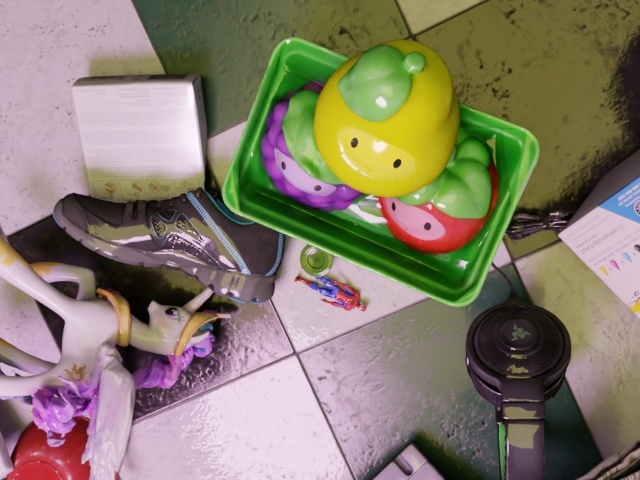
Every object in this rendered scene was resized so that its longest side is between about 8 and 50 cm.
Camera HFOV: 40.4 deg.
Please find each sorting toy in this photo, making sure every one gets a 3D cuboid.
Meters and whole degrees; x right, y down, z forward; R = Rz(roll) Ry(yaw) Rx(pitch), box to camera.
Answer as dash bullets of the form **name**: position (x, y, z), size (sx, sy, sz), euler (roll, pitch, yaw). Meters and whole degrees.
- **sorting toy**: position (0.000, 0.000, 1.280), size (0.061, 0.042, 0.102), euler (-7, 96, 18)

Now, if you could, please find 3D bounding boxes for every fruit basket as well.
- **fruit basket**: position (0.074, -0.102, 1.091), size (0.392, 0.392, 0.283), euler (23, 100, 6)

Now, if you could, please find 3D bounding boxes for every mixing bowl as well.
- **mixing bowl**: position (-0.419, 0.371, 1.365), size (0.181, 0.098, 0.182), euler (1, 97, 8)

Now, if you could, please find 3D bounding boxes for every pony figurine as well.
- **pony figurine**: position (-0.338, 0.188, 1.245), size (0.363, 0.303, 0.351), euler (17, 73, -10)

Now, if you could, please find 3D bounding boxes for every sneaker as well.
- **sneaker**: position (-0.216, -0.022, 1.277), size (0.340, 0.125, 0.140), euler (17, 97, -4)

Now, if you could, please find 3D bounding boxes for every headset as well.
- **headset**: position (0.287, 0.153, 1.161), size (0.185, 0.243, 0.394), euler (-3, 77, 8)

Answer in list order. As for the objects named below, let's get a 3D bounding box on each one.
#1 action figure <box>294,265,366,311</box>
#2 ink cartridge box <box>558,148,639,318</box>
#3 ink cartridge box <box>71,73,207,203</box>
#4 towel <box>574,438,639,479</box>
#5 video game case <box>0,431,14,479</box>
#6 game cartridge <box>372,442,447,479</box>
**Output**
- **action figure**: position (0.017, 0.075, 1.292), size (0.115, 0.030, 0.038), euler (28, 95, 3)
- **ink cartridge box**: position (0.466, -0.003, 1.104), size (0.233, 0.168, 0.171), euler (46, 142, 2)
- **ink cartridge box**: position (-0.263, -0.131, 1.312), size (0.189, 0.066, 0.232), euler (0, 118, 9)
- **towel**: position (0.292, 0.396, 1.125), size (0.312, 0.324, 0.056), euler (-24, 51, -15)
- **video game case**: position (-0.600, 0.315, 1.378), size (0.206, 0.026, 0.227), euler (-36, 66, 13)
- **game cartridge**: position (0.083, 0.499, 1.255), size (0.355, 0.068, 0.230), euler (-42, 77, -3)
